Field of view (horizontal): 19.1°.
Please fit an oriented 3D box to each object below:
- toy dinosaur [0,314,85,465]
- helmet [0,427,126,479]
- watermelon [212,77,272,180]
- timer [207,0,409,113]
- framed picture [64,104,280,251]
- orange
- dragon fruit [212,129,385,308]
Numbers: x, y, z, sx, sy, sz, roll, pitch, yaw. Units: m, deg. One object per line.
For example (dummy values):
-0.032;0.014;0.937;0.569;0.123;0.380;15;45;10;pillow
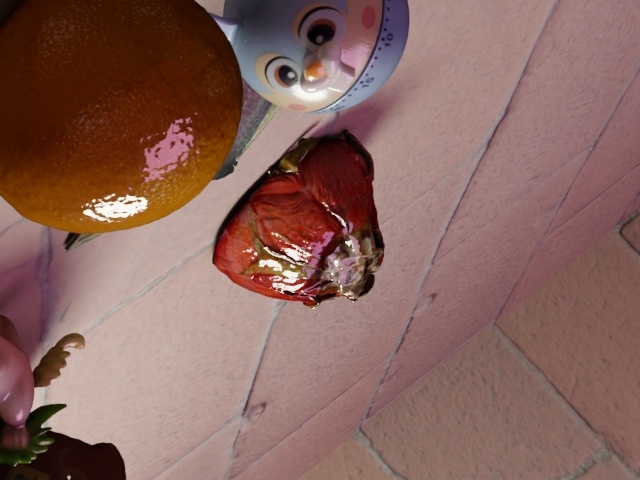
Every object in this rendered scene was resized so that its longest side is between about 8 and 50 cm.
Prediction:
-0.325;0.109;1.761;0.194;0.152;0.177;-30;124;-69;toy dinosaur
-0.377;0.319;1.862;0.337;0.230;0.385;-33;-151;53;helmet
-0.089;-0.130;1.737;0.180;0.081;0.094;-49;162;-60;watermelon
-0.028;-0.179;1.562;0.175;0.175;0.255;-50;163;27;timer
-0.132;-0.074;1.842;0.231;0.010;0.173;-31;171;-39;framed picture
-0.158;-0.099;1.386;0.206;0.206;0.206;-39;165;-12;orange
-0.001;0.002;2.179;0.224;0.148;0.218;-49;164;22;dragon fruit
